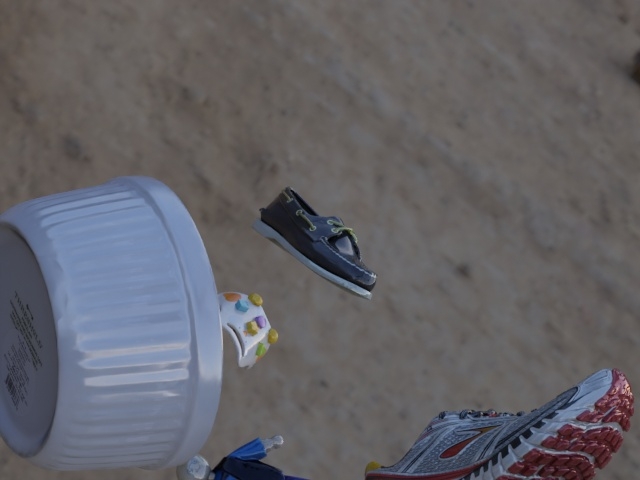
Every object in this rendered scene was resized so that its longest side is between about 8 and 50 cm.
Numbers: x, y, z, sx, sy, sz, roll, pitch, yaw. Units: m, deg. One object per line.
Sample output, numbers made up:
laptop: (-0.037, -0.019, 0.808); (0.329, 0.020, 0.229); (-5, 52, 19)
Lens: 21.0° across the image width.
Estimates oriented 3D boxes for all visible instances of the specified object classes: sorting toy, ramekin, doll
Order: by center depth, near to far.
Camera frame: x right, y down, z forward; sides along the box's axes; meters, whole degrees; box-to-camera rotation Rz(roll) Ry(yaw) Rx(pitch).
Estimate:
ramekin: (-0.161, 0.062, 1.182); (0.109, 0.207, 0.207); (-7, 50, -31)
sorting toy: (-0.081, 0.095, 1.759); (0.083, 0.045, 0.075); (65, 21, -7)
doll: (-0.062, 0.266, 1.821); (0.189, 0.046, 0.129); (17, 75, 5)

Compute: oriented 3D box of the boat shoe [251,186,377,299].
boat shoe: (0.000, 0.000, 1.997); (0.081, 0.069, 0.228); (33, 0, -39)

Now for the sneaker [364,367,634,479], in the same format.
sneaker: (0.120, 0.149, 1.236); (0.088, 0.225, 0.093); (34, 29, -52)
